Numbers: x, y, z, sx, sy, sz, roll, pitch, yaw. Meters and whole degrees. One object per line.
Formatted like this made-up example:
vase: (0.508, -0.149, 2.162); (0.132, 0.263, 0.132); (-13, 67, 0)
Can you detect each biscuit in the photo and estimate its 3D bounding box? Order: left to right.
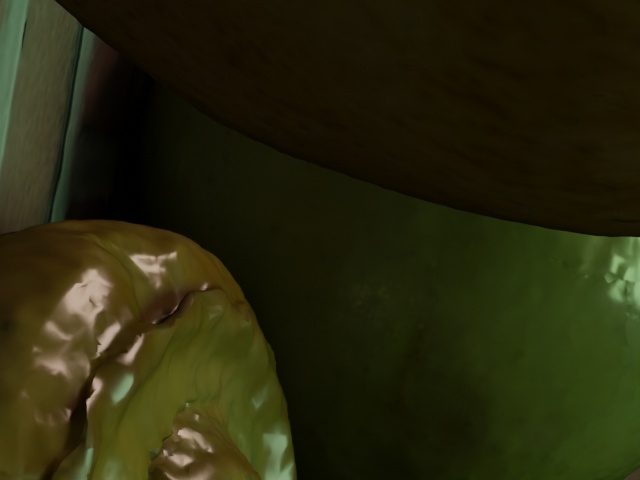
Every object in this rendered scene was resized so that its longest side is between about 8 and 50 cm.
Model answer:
biscuit: (-0.077, 0.137, 0.702); (0.296, 0.102, 0.296); (3, 90, -70)

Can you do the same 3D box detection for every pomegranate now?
pomegranate: (0.055, -0.197, 0.382); (0.416, 0.416, 0.417); (10, 90, -83)

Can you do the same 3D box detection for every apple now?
apple: (0.031, 0.001, 0.906); (0.295, 0.233, 0.258); (49, -43, 41)
